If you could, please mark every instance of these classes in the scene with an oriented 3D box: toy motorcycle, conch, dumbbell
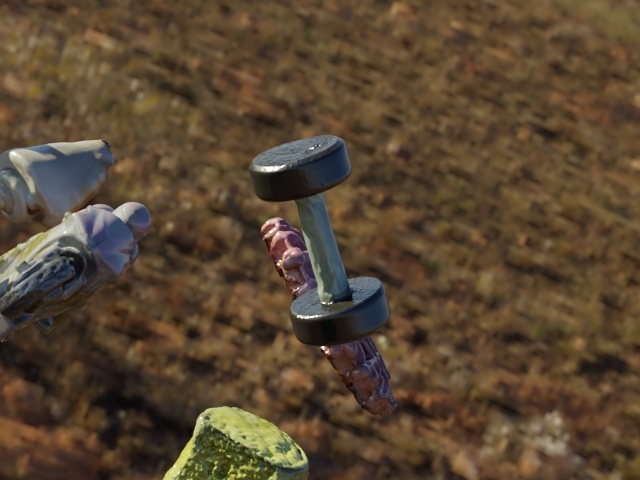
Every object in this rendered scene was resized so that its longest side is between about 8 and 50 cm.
[{"bbox_3d":[-0.202,0.021,1.291,0.073,0.152,0.225,56,-20,-4],"label":"toy motorcycle"},{"bbox_3d":[-0.331,-0.071,2.022,0.176,0.094,0.104,-11,18,-38],"label":"conch"},{"bbox_3d":[0.000,0.000,1.598,0.100,0.191,0.100,-13,16,4],"label":"dumbbell"}]

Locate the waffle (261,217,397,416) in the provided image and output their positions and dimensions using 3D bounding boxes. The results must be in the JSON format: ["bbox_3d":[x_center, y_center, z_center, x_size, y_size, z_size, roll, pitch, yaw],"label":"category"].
[{"bbox_3d":[0.010,0.080,1.834,0.221,0.055,0.234,56,3,-42],"label":"waffle"}]

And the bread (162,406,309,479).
[{"bbox_3d":[-0.073,0.217,1.438,0.129,0.114,0.111,27,17,14],"label":"bread"}]
